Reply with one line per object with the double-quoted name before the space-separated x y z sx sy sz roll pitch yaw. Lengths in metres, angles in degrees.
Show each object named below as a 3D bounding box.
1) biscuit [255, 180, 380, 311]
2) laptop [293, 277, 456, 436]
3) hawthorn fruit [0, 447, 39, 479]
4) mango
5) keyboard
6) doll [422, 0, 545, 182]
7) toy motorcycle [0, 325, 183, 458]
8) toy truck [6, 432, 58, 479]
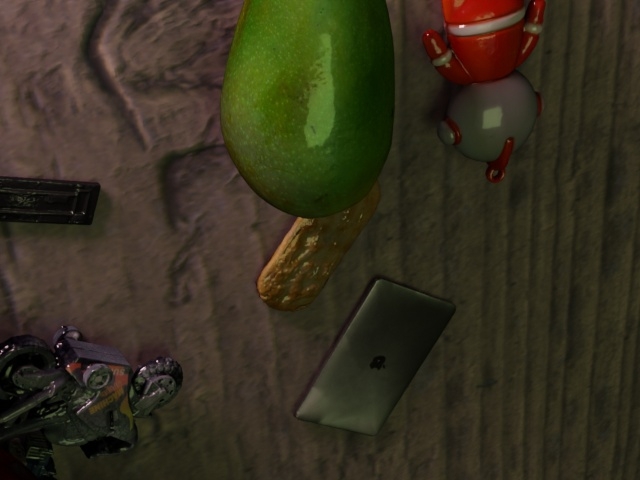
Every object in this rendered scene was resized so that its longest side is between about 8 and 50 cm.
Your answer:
"biscuit" 0.000 0.000 1.688 0.118 0.029 0.247 24 104 -39
"laptop" 0.089 0.191 1.866 0.187 0.015 0.269 20 107 -38
"hawthorn fruit" -0.462 0.367 1.446 0.369 0.285 0.284 -27 137 28
"mango" -0.016 -0.203 1.444 0.225 0.201 0.382 -9 120 -14
"keyboard" -0.375 -0.051 1.446 0.204 0.013 0.061 2 117 -32
"doll" 0.236 -0.235 1.643 0.199 0.105 0.336 -22 119 -19
"toy motorcycle" -0.328 0.215 1.574 0.307 0.108 0.173 15 109 -42
"toy truck" -0.423 0.363 1.633 0.088 0.074 0.202 14 110 -31
